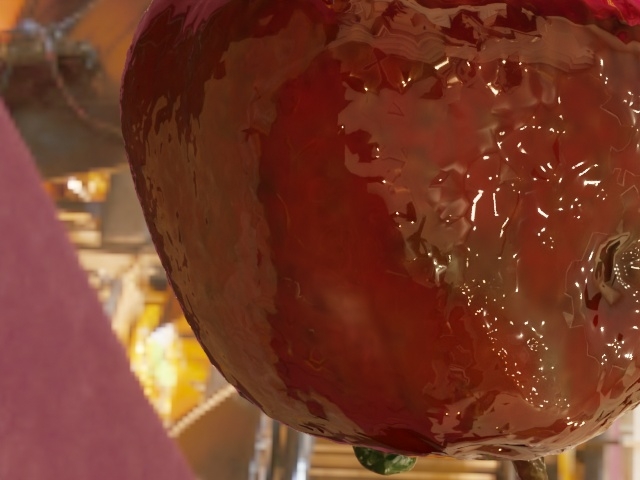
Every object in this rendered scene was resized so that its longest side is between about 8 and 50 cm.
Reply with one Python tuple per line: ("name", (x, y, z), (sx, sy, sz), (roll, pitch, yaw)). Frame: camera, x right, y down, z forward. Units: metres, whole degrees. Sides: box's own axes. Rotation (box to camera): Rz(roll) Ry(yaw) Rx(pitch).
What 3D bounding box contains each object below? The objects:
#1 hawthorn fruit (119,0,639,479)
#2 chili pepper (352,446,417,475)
("hawthorn fruit", (0.054, -0.019, 0.725), (0.275, 0.275, 0.299), (-45, 118, -72))
("chili pepper", (-0.008, 0.114, 1.322), (0.100, 0.257, 0.074), (23, 95, -50))
